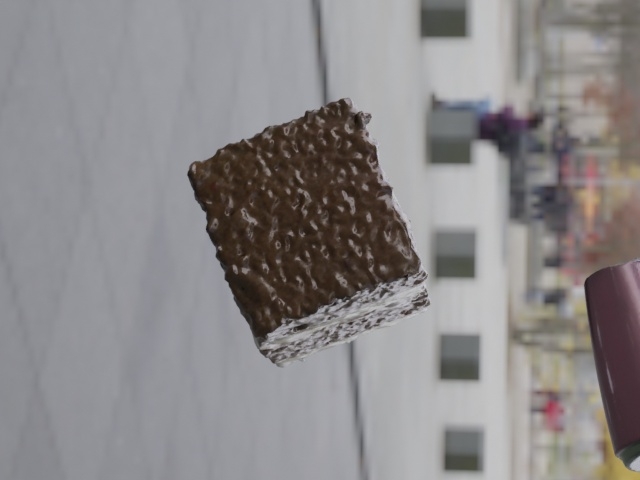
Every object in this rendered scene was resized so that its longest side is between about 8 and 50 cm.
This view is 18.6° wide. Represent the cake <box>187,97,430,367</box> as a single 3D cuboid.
[{"bbox_3d":[0.000,0.000,1.291,0.147,0.135,0.135,45,24,-71],"label":"cake"}]

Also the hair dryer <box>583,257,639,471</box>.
[{"bbox_3d":[0.193,0.081,1.045,0.154,0.054,0.106,32,40,-52],"label":"hair dryer"}]
